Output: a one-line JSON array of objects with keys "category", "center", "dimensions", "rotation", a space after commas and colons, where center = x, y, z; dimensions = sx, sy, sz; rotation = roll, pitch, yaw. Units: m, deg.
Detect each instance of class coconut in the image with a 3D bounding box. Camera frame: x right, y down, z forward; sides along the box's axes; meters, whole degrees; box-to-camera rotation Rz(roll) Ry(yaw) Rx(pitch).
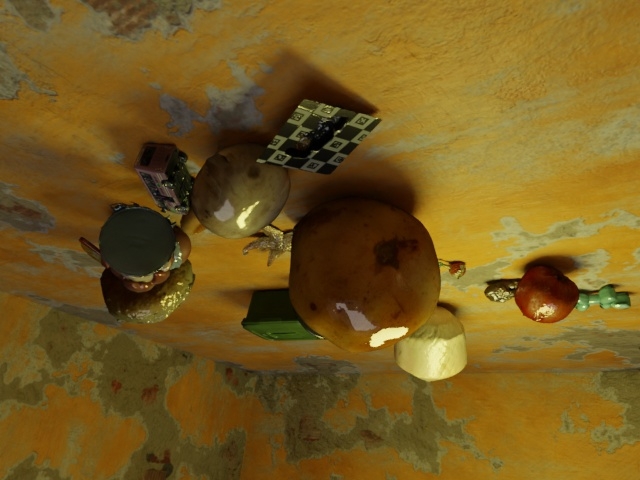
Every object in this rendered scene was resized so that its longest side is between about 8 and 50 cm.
[{"category": "coconut", "center": [0.445, 0.433, 1.939], "dimensions": [0.328, 0.329, 0.329], "rotation": [6, 154, 3]}]

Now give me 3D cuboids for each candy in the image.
[{"category": "candy", "center": [0.388, 0.076, 1.554], "dimensions": [0.184, 0.049, 0.056], "rotation": [18, 123, -9]}]

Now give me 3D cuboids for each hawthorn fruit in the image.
[{"category": "hawthorn fruit", "center": [0.693, 0.181, 1.499], "dimensions": [0.178, 0.179, 0.201], "rotation": [16, 130, -19]}]

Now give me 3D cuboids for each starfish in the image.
[{"category": "starfish", "center": [-0.129, 0.021, 1.557], "dimensions": [0.231, 0.048, 0.295], "rotation": [-28, 140, 36]}]

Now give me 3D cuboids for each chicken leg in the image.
[{"category": "chicken leg", "center": [0.664, 0.165, 1.638], "dimensions": [0.197, 0.069, 0.085], "rotation": [-19, 121, 31]}]

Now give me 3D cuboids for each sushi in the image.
[{"category": "sushi", "center": [-0.009, -0.227, 1.001], "dimensions": [0.192, 0.051, 0.215], "rotation": [5, 153, -33]}]

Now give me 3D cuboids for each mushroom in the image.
[{"category": "mushroom", "center": [-0.185, -0.121, 1.115], "dimensions": [0.254, 0.184, 0.255], "rotation": [-17, 141, -14]}]

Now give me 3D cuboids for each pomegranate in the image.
[{"category": "pomegranate", "center": [0.105, 0.083, 1.261], "dimensions": [0.415, 0.417, 0.417], "rotation": [6, 154, 3]}]

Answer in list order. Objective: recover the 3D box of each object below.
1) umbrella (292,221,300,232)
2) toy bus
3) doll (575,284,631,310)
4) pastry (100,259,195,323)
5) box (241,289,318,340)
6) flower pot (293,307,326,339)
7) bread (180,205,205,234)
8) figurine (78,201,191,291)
[{"category": "umbrella", "center": [0.005, 0.004, 1.475], "dimensions": [0.070, 0.071, 0.248], "rotation": [-11, 153, 34]}, {"category": "toy bus", "center": [-0.387, -0.150, 1.210], "dimensions": [0.107, 0.096, 0.199], "rotation": [9, 153, 5]}, {"category": "doll", "center": [0.948, 0.204, 1.637], "dimensions": [0.159, 0.059, 0.158], "rotation": [17, 153, -22]}, {"category": "pastry", "center": [-0.586, 0.132, 1.628], "dimensions": [0.329, 0.330, 0.136], "rotation": [2, 144, 10]}, {"category": "box", "center": [-0.143, 0.316, 2.029], "dimensions": [0.328, 0.178, 0.253], "rotation": [-8, 152, 24]}, {"category": "flower pot", "center": [0.029, 0.235, 1.806], "dimensions": [0.235, 0.236, 0.148], "rotation": [20, 131, -26]}, {"category": "bread", "center": [-0.336, -0.076, 1.350], "dimensions": [0.114, 0.078, 0.189], "rotation": [-18, 168, -37]}, {"category": "figurine", "center": [-0.526, 0.018, 1.393], "dimensions": [0.276, 0.249, 0.388], "rotation": [17, 159, -13]}]
